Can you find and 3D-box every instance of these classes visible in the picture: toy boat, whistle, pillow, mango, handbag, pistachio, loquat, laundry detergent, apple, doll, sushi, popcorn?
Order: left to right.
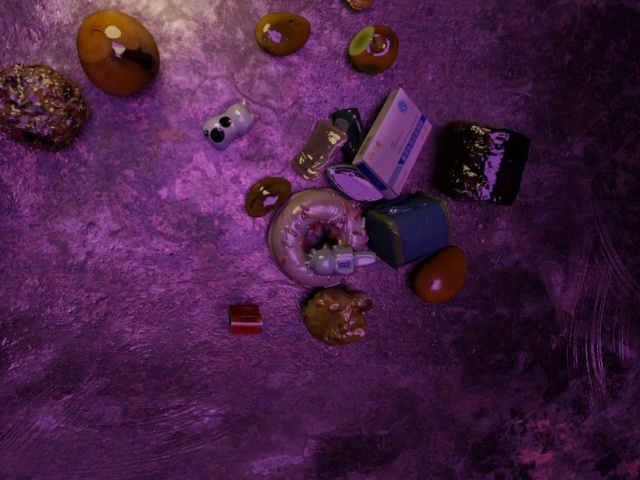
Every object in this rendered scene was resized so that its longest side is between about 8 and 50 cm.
[{"bbox_3d":[-0.596,-0.551,1.345,0.234,0.235,0.235,-3,101,-13],"label":"loquat"},{"bbox_3d":[-0.304,-0.382,1.515,0.180,0.107,0.110,-34,86,-12],"label":"doll"},{"bbox_3d":[-0.186,-0.159,1.588,0.189,0.100,0.110,-34,99,-5],"label":"pistachio"},{"bbox_3d":[-0.120,-0.689,1.503,0.195,0.098,0.138,-26,102,-13],"label":"mango"},{"bbox_3d":[-0.006,-0.313,1.598,0.135,0.034,0.211,39,96,20],"label":"pillow"},{"bbox_3d":[0.067,0.269,1.690,0.265,0.192,0.233,-28,104,12],"label":"popcorn"},{"bbox_3d":[0.066,0.068,1.548,0.252,0.106,0.102,-6,133,-7],"label":"whistle"},{"bbox_3d":[0.112,-0.357,1.605,0.062,0.137,0.211,-26,110,-30],"label":"laundry detergent"},{"bbox_3d":[0.131,-0.203,1.638,0.261,0.115,0.114,26,100,-8],"label":"toy boat"},{"bbox_3d":[0.187,-0.659,1.556,0.163,0.147,0.147,11,97,-14],"label":"apple"},{"bbox_3d":[0.313,-0.043,1.645,0.240,0.263,0.223,-19,111,-13],"label":"handbag"},{"bbox_3d":[0.482,0.144,1.792,0.254,0.139,0.176,-36,110,-11],"label":"mango"},{"bbox_3d":[0.587,-0.274,1.651,0.280,0.299,0.295,11,99,-16],"label":"sushi"}]

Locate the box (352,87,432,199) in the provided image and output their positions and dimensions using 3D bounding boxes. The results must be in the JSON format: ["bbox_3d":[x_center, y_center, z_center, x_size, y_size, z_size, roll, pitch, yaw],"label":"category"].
[{"bbox_3d":[0.259,-0.340,1.595,0.200,0.065,0.344,41,64,-27],"label":"box"}]

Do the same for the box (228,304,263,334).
[{"bbox_3d":[-0.269,0.279,1.615,0.112,0.175,0.048,5,100,-15],"label":"box"}]

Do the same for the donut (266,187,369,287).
[{"bbox_3d":[0.000,0.000,1.645,0.381,0.142,0.384,-3,102,-13],"label":"donut"}]

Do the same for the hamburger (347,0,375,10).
[{"bbox_3d":[0.140,-0.854,1.540,0.141,0.081,0.127,-34,107,-6],"label":"hamburger"}]

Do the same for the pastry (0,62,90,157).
[{"bbox_3d":[-0.840,-0.393,1.353,0.274,0.192,0.275,-4,97,-38],"label":"pastry"}]
